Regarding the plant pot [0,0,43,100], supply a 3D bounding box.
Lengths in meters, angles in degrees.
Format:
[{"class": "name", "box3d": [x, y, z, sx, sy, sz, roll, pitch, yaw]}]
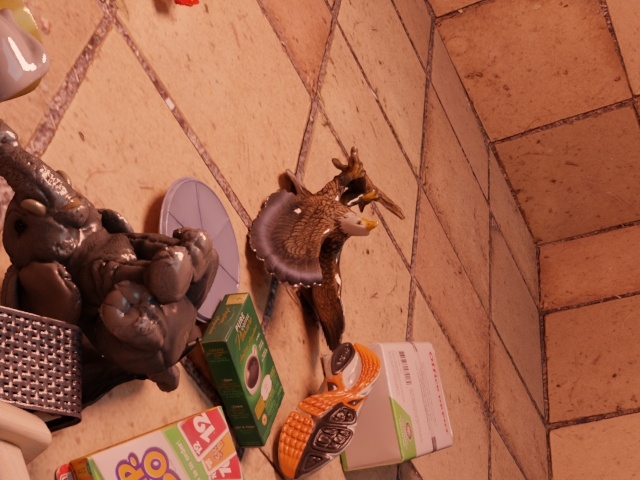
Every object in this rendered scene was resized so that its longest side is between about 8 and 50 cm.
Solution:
[{"class": "plant pot", "box3d": [-0.347, -0.181, 0.984, 0.095, 0.134, 0.134, -46, 119, -44]}]

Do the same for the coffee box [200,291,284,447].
[{"class": "coffee box", "box3d": [-0.102, 0.174, 1.385, 0.113, 0.040, 0.184, -68, 147, -53]}]

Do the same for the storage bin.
[{"class": "storage bin", "box3d": [-0.298, 0.109, 0.850, 0.180, 0.122, 0.084, 22, 55, -48]}]

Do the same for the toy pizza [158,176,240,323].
[{"class": "toy pizza", "box3d": [-0.168, 0.014, 1.384, 0.201, 0.032, 0.201, -11, 90, -68]}]

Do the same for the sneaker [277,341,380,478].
[{"class": "sneaker", "box3d": [0.013, 0.279, 1.565, 0.262, 0.099, 0.121, -49, 161, -45]}]

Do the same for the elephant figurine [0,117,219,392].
[{"class": "elephant figurine", "box3d": [-0.230, 0.017, 0.979, 0.169, 0.239, 0.186, 45, 68, -79]}]

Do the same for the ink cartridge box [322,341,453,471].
[{"class": "ink cartridge box", "box3d": [0.123, 0.282, 1.792, 0.273, 0.115, 0.198, 13, 64, -65]}]

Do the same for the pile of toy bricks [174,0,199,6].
[{"class": "pile of toy bricks", "box3d": [-0.239, -0.419, 1.447, 0.105, 0.118, 0.212, -59, 153, -25]}]

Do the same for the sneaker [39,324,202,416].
[{"class": "sneaker", "box3d": [-0.236, 0.112, 1.111, 0.106, 0.101, 0.267, 54, 21, 9]}]

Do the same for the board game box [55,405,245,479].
[{"class": "board game box", "box3d": [-0.177, 0.273, 1.138, 0.259, 0.039, 0.124, -11, 80, -57]}]

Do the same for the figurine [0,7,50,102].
[{"class": "figurine", "box3d": [-0.370, -0.180, 0.858, 0.215, 0.092, 0.209, -38, 110, -25]}]

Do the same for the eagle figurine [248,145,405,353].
[{"class": "eagle figurine", "box3d": [0.005, -0.002, 1.670, 0.226, 0.225, 0.298, 31, 68, -2]}]

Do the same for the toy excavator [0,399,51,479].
[{"class": "toy excavator", "box3d": [-0.227, 0.365, 0.637, 0.445, 0.433, 0.222, -58, 143, -9]}]

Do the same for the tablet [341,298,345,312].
[{"class": "tablet", "box3d": [0.024, 0.115, 1.814, 0.054, 0.006, 0.083, 70, 23, -10]}]
